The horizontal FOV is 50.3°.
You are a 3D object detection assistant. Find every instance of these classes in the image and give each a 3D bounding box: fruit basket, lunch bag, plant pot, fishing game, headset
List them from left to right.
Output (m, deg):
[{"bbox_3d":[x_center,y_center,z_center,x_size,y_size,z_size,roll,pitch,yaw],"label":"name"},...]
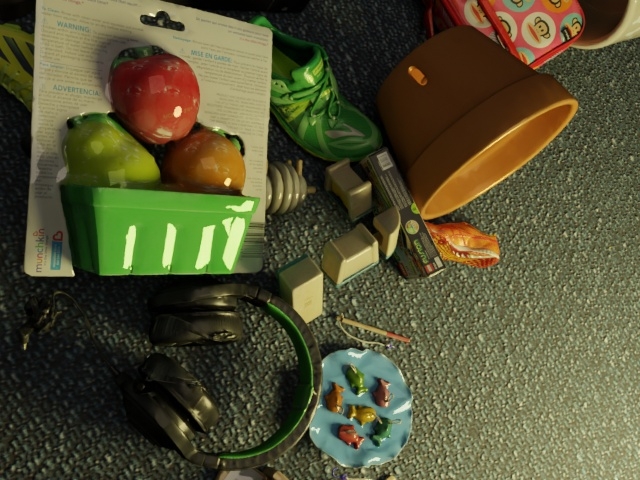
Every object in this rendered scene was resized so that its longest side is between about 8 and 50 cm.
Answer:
[{"bbox_3d":[-0.212,-0.130,0.888,0.327,0.165,0.352,0,89,-38],"label":"fruit basket"},{"bbox_3d":[-0.177,0.151,0.878,0.395,0.185,0.243,20,72,-14],"label":"headset"},{"bbox_3d":[0.063,0.247,1.026,0.189,0.041,0.263,20,63,-17],"label":"fishing game"},{"bbox_3d":[0.223,-0.198,1.088,0.291,0.291,0.203,-28,74,-25],"label":"plant pot"},{"bbox_3d":[0.300,-0.427,1.230,0.258,0.120,0.293,-33,92,-8],"label":"lunch bag"}]

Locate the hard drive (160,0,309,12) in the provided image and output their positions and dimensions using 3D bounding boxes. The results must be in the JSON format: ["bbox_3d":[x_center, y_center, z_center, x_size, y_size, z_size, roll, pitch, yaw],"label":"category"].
[{"bbox_3d":[-0.191,-0.485,1.072,0.339,0.064,0.236,-6,81,-23],"label":"hard drive"}]

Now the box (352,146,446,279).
[{"bbox_3d":[0.121,-0.038,1.082,0.036,0.114,0.206,-26,90,-12],"label":"box"}]

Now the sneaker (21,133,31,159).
[{"bbox_3d":[-0.356,-0.056,0.918,0.170,0.051,0.089,46,63,-15],"label":"sneaker"}]

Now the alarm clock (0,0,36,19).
[{"bbox_3d":[-0.464,-0.369,0.934,0.192,0.064,0.129,-25,90,-22],"label":"alarm clock"}]

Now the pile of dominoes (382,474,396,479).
[{"bbox_3d":[0.094,0.495,1.004,0.196,0.040,0.251,-31,92,-25],"label":"pile of dominoes"}]

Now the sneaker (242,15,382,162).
[{"bbox_3d":[-0.022,-0.227,1.056,0.296,0.123,0.109,37,67,-13],"label":"sneaker"}]

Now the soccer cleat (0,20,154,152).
[{"bbox_3d":[-0.360,-0.193,0.923,0.289,0.093,0.121,29,72,-16],"label":"soccer cleat"}]

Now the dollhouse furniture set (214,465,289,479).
[{"bbox_3d":[-0.120,0.384,0.790,0.198,0.303,0.286,41,67,-11],"label":"dollhouse furniture set"}]

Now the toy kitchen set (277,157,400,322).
[{"bbox_3d":[0.000,0.000,1.044,0.207,0.122,0.166,-29,61,-20],"label":"toy kitchen set"}]

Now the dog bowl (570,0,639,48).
[{"bbox_3d":[0.474,-0.503,1.215,0.102,0.349,0.348,-32,93,-12],"label":"dog bowl"}]

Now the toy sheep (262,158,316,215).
[{"bbox_3d":[-0.063,-0.080,1.031,0.132,0.091,0.091,-2,80,-29],"label":"toy sheep"}]

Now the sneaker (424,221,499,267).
[{"bbox_3d":[0.224,-0.003,1.159,0.175,0.064,0.067,17,53,-24],"label":"sneaker"}]
